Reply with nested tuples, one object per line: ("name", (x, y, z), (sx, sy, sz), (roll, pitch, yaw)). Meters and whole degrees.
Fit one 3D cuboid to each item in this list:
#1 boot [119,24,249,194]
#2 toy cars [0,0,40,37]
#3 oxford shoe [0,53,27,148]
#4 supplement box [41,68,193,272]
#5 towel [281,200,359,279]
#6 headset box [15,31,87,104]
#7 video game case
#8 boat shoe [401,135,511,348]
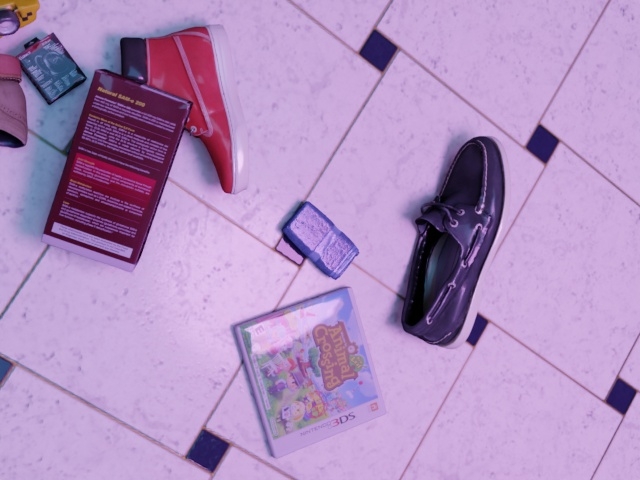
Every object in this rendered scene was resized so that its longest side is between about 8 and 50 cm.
("boot", (-0.200, -0.172, 1.229), (0.176, 0.088, 0.244), (-13, 89, -18))
("toy cars", (-0.402, -0.358, 1.122), (0.176, 0.087, 0.393), (26, 64, 2))
("oxford shoe", (-0.485, -0.143, 1.028), (0.348, 0.123, 0.130), (-21, 98, -51))
("supplement box", (-0.269, -0.093, 1.167), (0.130, 0.073, 0.239), (20, 100, -8))
("towel", (0.000, 0.000, 1.333), (0.119, 0.029, 0.067), (45, 77, -16))
("headset box", (-0.368, -0.236, 1.189), (0.062, 0.032, 0.083), (-40, 103, -16))
("video game case", (-0.012, 0.199, 1.335), (0.193, 0.023, 0.212), (-18, 97, -19))
("boat shoe", (0.195, -0.005, 1.354), (0.113, 0.127, 0.340), (12, 96, -32))
